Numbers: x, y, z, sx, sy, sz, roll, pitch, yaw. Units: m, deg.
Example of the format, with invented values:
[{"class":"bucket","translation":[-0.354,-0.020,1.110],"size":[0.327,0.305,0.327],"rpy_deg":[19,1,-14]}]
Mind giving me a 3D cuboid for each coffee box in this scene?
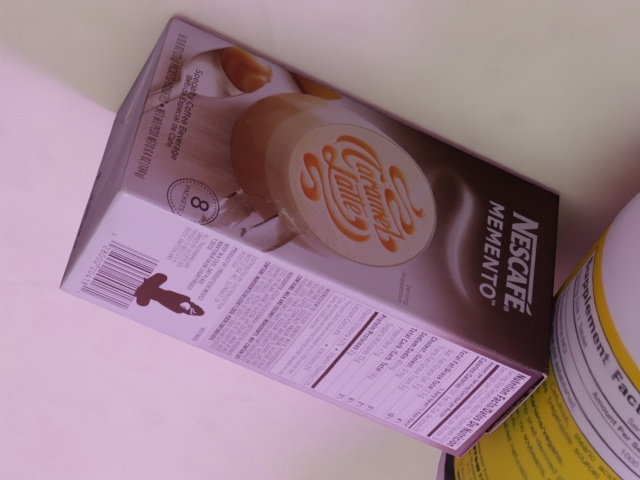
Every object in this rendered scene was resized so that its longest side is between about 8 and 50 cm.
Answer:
[{"class":"coffee box","translation":[0.000,0.000,0.974],"size":[0.246,0.141,0.098],"rpy_deg":[23,136,-14]}]

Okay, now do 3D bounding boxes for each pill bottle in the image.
[{"class":"pill bottle","translation":[0.208,0.080,0.976],"size":[0.188,0.188,0.334],"rpy_deg":[21,137,-10]}]
